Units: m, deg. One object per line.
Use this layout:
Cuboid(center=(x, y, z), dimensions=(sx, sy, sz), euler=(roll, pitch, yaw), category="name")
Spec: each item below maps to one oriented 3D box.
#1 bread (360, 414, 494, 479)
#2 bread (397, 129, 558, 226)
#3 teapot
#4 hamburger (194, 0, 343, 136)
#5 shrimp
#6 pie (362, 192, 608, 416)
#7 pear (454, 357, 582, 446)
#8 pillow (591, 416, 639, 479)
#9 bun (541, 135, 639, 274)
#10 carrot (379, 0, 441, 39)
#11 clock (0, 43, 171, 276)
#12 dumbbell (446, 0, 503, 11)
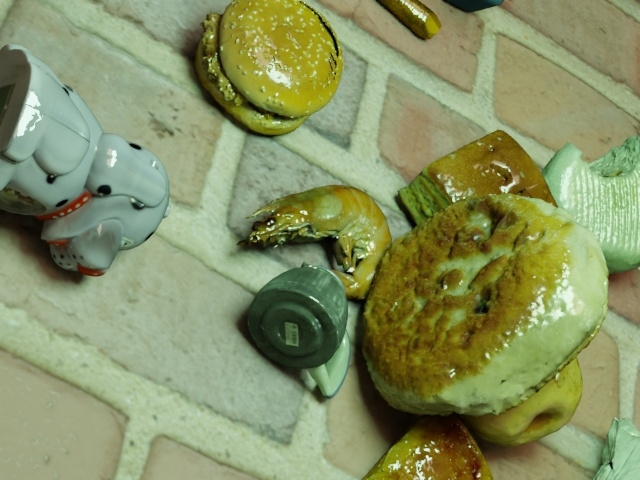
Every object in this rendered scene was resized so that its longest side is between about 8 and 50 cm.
Cuboid(center=(0.102, 0.306, 1.610), dimensions=(0.139, 0.077, 0.271), euler=(55, 43, -1), category="bread")
Cuboid(center=(0.236, -0.016, 1.887), dimensions=(0.184, 0.110, 0.234), euler=(-26, 82, -43), category="bread")
Cuboid(center=(-0.003, 0.090, 1.641), dimensions=(0.149, 0.111, 0.108), euler=(41, 37, -6), category="teapot")
Cuboid(center=(-0.066, -0.230, 1.785), dimensions=(0.191, 0.118, 0.182), euler=(26, 47, -17), category="hamburger")
Cuboid(center=(0.000, 0.000, 1.731), dimensions=(0.249, 0.068, 0.150), euler=(2, 68, -43), category="shrimp")
Cuboid(center=(0.182, 0.066, 1.680), dimensions=(0.092, 0.315, 0.315), euler=(52, 36, -42), category="pie")
Cuboid(center=(0.231, 0.162, 1.747), dimensions=(0.178, 0.178, 0.178), euler=(19, 54, -28), category="pear")
Cuboid(center=(0.422, 0.392, 1.764), dimensions=(0.283, 0.138, 0.310), euler=(42, 44, 3), category="pillow")
Cuboid(center=(0.395, -0.057, 2.023), dimensions=(0.212, 0.126, 0.203), euler=(24, 77, -17), category="bun")
Cuboid(center=(0.102, -0.352, 2.042), dimensions=(0.171, 0.042, 0.042), euler=(39, 47, -9), category="carrot")
Cuboid(center=(-0.266, -0.070, 1.514), dimensions=(0.254, 0.189, 0.189), euler=(35, 46, -36), category="clock")
Cuboid(center=(0.142, -0.454, 2.060), dimensions=(0.316, 0.143, 0.156), euler=(21, 50, -26), category="dumbbell")
